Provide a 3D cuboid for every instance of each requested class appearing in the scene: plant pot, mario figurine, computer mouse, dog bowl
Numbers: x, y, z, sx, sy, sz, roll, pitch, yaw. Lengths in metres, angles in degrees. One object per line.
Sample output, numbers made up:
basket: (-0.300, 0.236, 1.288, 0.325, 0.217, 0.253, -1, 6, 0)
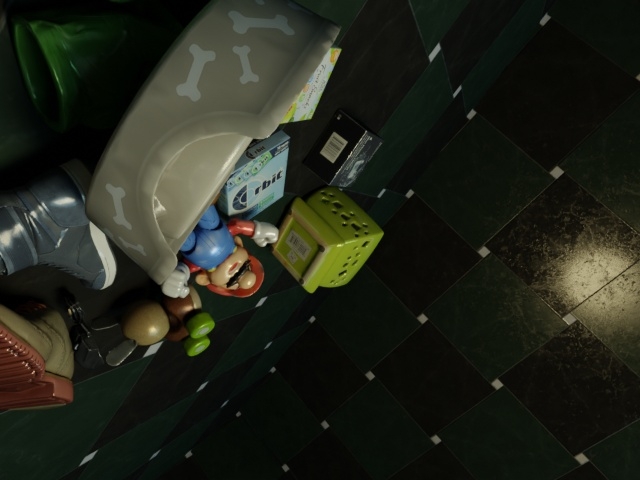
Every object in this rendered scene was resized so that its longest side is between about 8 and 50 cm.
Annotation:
plant pot: (0.000, 0.000, 1.144, 0.207, 0.228, 0.227, -16, 145, -50)
mario figurine: (-0.179, 0.025, 0.751, 0.198, 0.170, 0.320, -16, 150, 3)
computer mouse: (-0.417, 0.165, 0.693, 0.041, 0.071, 0.242, -25, 152, -34)
dog bowl: (-0.125, -0.123, 0.458, 0.349, 0.102, 0.349, -49, -163, 20)

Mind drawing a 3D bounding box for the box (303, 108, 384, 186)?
box: (0.062, -0.222, 1.004, 0.156, 0.093, 0.158, -54, 165, 19)

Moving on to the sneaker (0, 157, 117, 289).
sneaker: (-0.346, 0.018, 0.487, 0.163, 0.086, 0.226, -39, 160, -38)

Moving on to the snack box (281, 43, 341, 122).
snack box: (-0.030, -0.282, 0.715, 0.100, 0.037, 0.141, -31, 157, -50)

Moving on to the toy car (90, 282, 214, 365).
toy car: (-0.333, 0.165, 0.786, 0.188, 0.155, 0.149, -22, 151, -38)

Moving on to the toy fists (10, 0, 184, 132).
toy fists: (-0.184, -0.218, 0.353, 0.142, 0.096, 0.279, -38, 160, -41)

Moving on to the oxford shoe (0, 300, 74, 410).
oxford shoe: (-0.419, 0.133, 0.536, 0.123, 0.130, 0.348, 0, 148, -20)

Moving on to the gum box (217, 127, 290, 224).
gum box: (-0.137, -0.118, 0.813, 0.157, 0.041, 0.184, -39, 161, -29)
